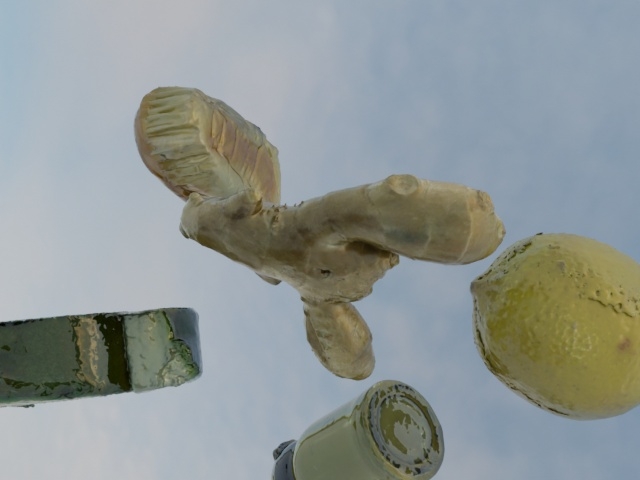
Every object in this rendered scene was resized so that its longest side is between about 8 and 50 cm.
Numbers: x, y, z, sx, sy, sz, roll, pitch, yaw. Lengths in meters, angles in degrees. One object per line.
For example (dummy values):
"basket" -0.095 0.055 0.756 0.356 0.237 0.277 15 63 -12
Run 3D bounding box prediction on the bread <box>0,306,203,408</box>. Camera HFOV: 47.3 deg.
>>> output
"bread" -0.365 0.185 1.137 0.382 0.366 0.129 -11 -100 23

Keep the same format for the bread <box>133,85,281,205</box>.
"bread" -0.228 -0.174 1.538 0.183 0.388 0.236 -8 -121 23

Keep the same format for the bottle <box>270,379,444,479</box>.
"bottle" 0.043 0.383 1.276 0.351 0.172 0.171 -43 -117 43

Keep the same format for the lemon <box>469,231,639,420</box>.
"lemon" 0.362 0.124 1.053 0.310 0.258 0.257 34 -60 7

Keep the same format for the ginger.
"ginger" 0.002 0.002 0.928 0.348 0.122 0.363 32 -43 -8
